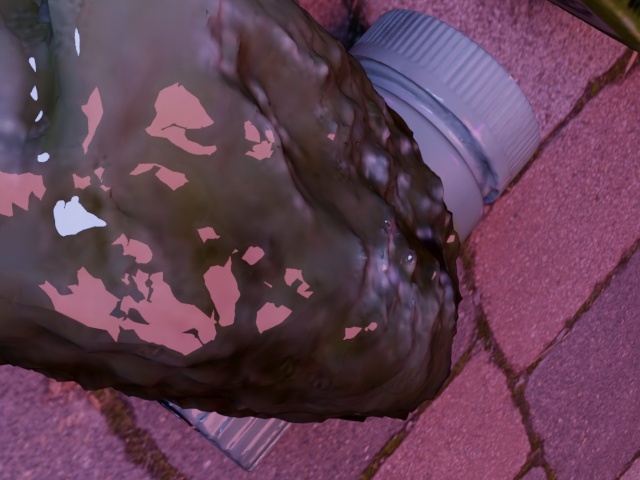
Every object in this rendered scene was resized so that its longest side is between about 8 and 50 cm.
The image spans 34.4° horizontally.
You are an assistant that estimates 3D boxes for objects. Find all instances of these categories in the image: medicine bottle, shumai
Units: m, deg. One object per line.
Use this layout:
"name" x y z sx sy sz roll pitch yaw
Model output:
"medicine bottle" 0.000 0.000 0.732 0.318 0.158 0.158 -48 138 -13
"shumai" -0.112 -0.109 0.478 0.395 0.395 0.348 19 77 -49

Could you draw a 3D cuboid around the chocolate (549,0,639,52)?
"chocolate" 0.214 -0.332 0.776 0.301 0.137 0.289 20 98 -50
